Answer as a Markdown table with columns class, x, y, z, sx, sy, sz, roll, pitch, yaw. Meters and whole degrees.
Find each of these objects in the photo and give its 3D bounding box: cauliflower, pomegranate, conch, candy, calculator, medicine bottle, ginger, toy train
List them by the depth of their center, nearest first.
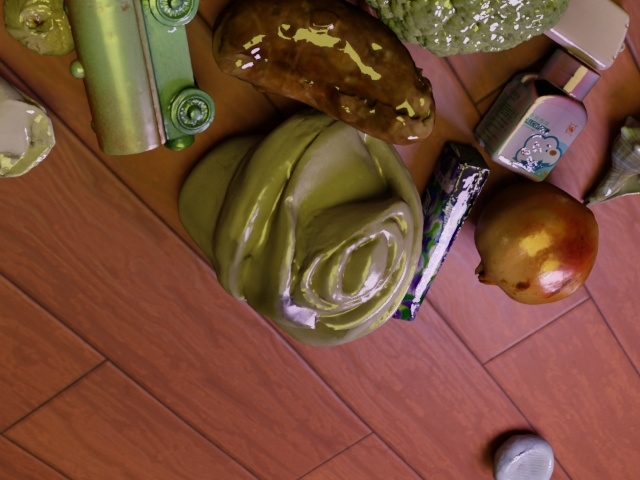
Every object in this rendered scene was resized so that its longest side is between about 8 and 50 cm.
| class | x | y | z | sx | sy | sz | roll | pitch | yaw |
| --- | --- | --- | --- | --- | --- | --- | --- | --- | --- |
| toy train | -0.241 | -0.243 | 1.083 | 0.177 | 0.116 | 0.285 | -17 | 126 | -18 |
| cauliflower | 0.191 | -0.373 | 1.085 | 0.273 | 0.275 | 0.250 | 0 | 88 | 16 |
| ginger | 0.015 | -0.247 | 1.109 | 0.321 | 0.172 | 0.165 | 22 | 144 | -1 |
| calculator | 0.392 | -0.326 | 1.223 | 0.175 | 0.032 | 0.100 | 25 | 86 | -26 |
| medicine bottle | 0.341 | -0.199 | 1.275 | 0.119 | 0.094 | 0.188 | 22 | 115 | -26 |
| pomegranate | 0.351 | -0.001 | 1.351 | 0.209 | 0.209 | 0.209 | -6 | 123 | -9 |
| conch | 0.541 | -0.145 | 1.361 | 0.137 | 0.114 | 0.234 | 6 | 157 | -5 |
| candy | 0.183 | -0.011 | 1.364 | 0.061 | 0.088 | 0.312 | 14 | 119 | -16 |

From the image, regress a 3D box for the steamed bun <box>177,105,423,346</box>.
| class | x | y | z | sx | sy | sz | roll | pitch | yaw |
| --- | --- | --- | --- | --- | --- | --- | --- | --- | --- |
| steamed bun | 0.000 | 0.000 | 1.230 | 0.342 | 0.255 | 0.367 | -38 | 124 | 9 |

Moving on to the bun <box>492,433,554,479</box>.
| class | x | y | z | sx | sy | sz | roll | pitch | yaw |
| --- | --- | --- | --- | --- | --- | --- | --- | --- | --- |
| bun | 0.421 | 0.465 | 1.736 | 0.141 | 0.083 | 0.140 | -8 | 117 | -16 |

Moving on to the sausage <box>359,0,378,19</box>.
| class | x | y | z | sx | sy | sz | roll | pitch | yaw |
| --- | --- | --- | --- | --- | --- | --- | --- | --- | --- |
| sausage | 0.080 | -0.310 | 1.180 | 0.031 | 0.031 | 0.107 | -24 | 125 | 3 |

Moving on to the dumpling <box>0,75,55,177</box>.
| class | x | y | z | sx | sy | sz | roll | pitch | yaw |
| --- | --- | --- | --- | --- | --- | --- | --- | --- | --- |
| dumpling | -0.480 | -0.157 | 1.086 | 0.250 | 0.132 | 0.162 | 18 | 113 | -23 |

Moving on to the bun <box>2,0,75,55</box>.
| class | x | y | z | sx | sy | sz | roll | pitch | yaw |
| --- | --- | --- | --- | --- | --- | --- | --- | --- | --- |
| bun | -0.352 | -0.293 | 1.066 | 0.115 | 0.069 | 0.115 | -7 | 124 | -11 |
